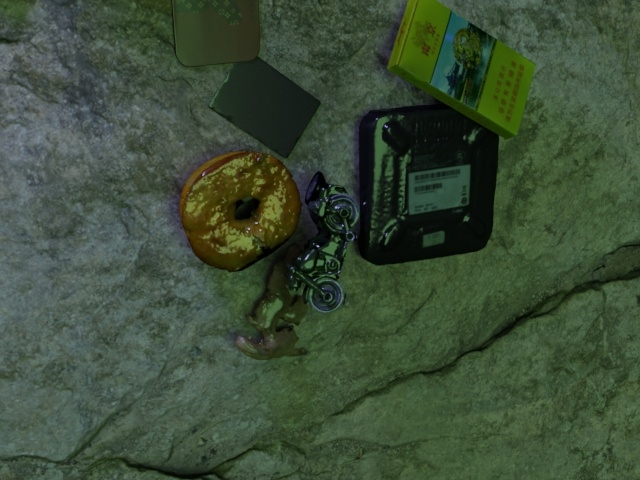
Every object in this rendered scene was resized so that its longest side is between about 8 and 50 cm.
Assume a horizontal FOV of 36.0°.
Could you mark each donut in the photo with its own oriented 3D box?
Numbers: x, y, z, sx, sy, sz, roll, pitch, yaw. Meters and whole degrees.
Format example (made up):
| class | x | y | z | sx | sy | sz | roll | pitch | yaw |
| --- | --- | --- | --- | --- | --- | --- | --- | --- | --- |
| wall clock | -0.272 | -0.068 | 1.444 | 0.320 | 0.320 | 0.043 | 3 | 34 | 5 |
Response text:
| class | x | y | z | sx | sy | sz | roll | pitch | yaw |
| --- | --- | --- | --- | --- | --- | --- | --- | --- | --- |
| donut | -0.163 | -0.064 | 1.951 | 0.253 | 0.118 | 0.253 | -10 | 109 | -30 |

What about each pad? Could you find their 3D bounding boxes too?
| class | x | y | z | sx | sy | sz | roll | pitch | yaw |
| --- | --- | --- | --- | --- | --- | --- | --- | --- | --- |
| pad | -0.200 | -0.470 | 1.873 | 0.181 | 0.004 | 0.267 | -11 | 108 | -26 |
| pad | -0.109 | -0.274 | 1.984 | 0.211 | 0.003 | 0.143 | 33 | 87 | -33 |

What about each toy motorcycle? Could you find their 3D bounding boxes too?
| class | x | y | z | sx | sy | sz | roll | pitch | yaw |
| --- | --- | --- | --- | --- | --- | --- | --- | --- | --- |
| toy motorcycle | 0.000 | 0.000 | 2.003 | 0.127 | 0.205 | 0.275 | 12 | 92 | -10 |

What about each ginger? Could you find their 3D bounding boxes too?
| class | x | y | z | sx | sy | sz | roll | pitch | yaw |
| --- | --- | --- | --- | --- | --- | --- | --- | --- | --- |
| ginger | -0.080 | 0.136 | 2.093 | 0.149 | 0.065 | 0.259 | 30 | 79 | -43 |

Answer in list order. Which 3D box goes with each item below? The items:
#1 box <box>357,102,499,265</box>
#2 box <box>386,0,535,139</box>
| class | x | y | z | sx | sy | sz | roll | pitch | yaw |
| --- | --- | --- | --- | --- | --- | --- | --- | --- | --- |
| box | 0.243 | -0.129 | 2.172 | 0.359 | 0.091 | 0.350 | -9 | 108 | -26 |
| box | 0.306 | -0.372 | 2.104 | 0.335 | 0.047 | 0.187 | 26 | 72 | -24 |
